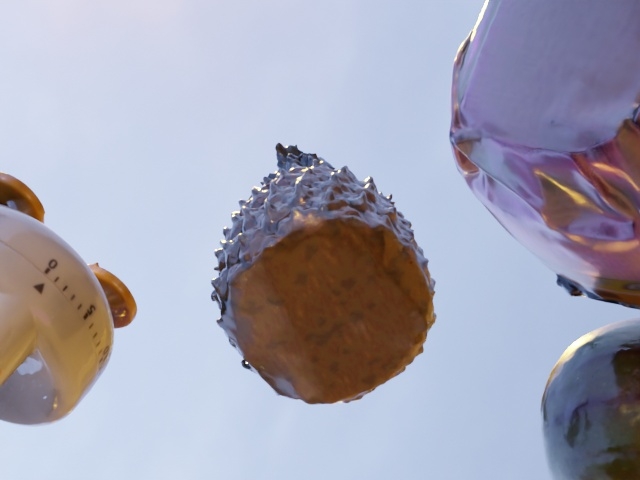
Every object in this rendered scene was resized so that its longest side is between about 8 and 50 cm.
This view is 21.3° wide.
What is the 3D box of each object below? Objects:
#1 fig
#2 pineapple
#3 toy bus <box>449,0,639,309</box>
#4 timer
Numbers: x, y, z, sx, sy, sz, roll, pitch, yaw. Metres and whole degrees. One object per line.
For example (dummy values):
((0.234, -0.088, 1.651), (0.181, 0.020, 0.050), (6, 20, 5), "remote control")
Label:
((0.214, 0.104, 0.952), (0.142, 0.186, 0.148), (29, -135, -33), "fig")
((0.000, 0.000, 1.597), (0.362, 0.202, 0.202), (-92, 9, -66), "pineapple")
((0.194, -0.161, 0.870), (0.162, 0.171, 0.386), (31, -99, -44), "toy bus")
((-0.316, 0.084, 1.603), (0.240, 0.233, 0.233), (-53, -29, -38), "timer")
